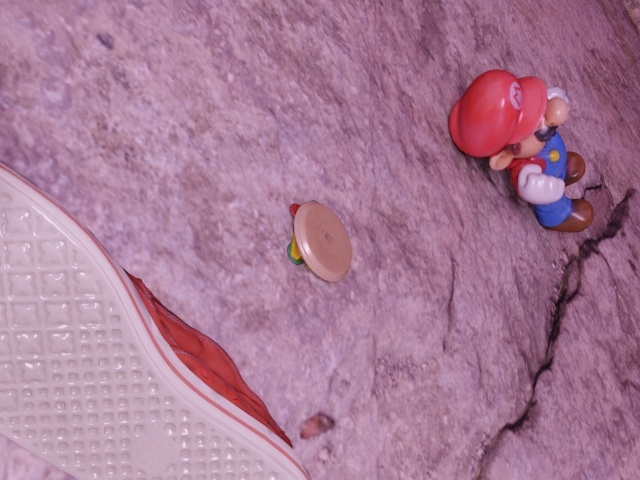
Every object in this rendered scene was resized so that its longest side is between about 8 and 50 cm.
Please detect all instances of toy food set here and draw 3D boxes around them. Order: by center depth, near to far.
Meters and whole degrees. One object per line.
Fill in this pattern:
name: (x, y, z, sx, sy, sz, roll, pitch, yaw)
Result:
toy food set: (0.000, 0.000, 0.813, 0.083, 0.020, 0.083, 39, 43, -34)

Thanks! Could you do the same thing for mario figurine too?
mario figurine: (0.309, -0.128, 1.172, 0.321, 0.170, 0.198, 34, 11, -49)

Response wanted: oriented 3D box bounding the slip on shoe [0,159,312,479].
slip on shoe: (-0.131, 0.073, 0.530, 0.331, 0.123, 0.101, 46, 7, -20)
